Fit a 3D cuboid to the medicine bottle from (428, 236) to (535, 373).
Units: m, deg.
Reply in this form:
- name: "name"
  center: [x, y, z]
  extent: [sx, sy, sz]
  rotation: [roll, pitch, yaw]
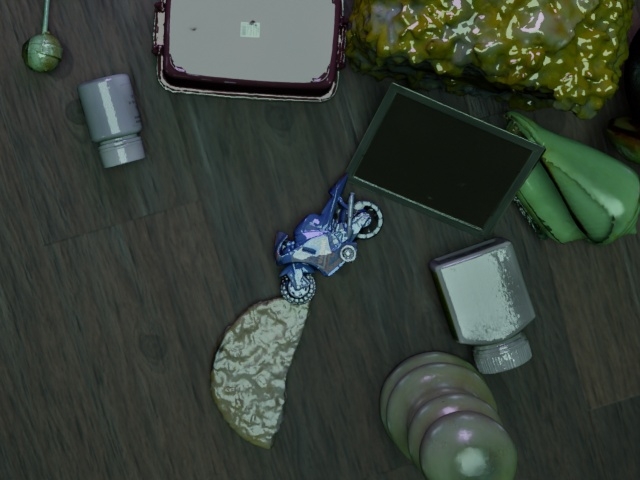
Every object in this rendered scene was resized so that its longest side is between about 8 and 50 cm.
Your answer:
- name: "medicine bottle"
  center: [0.258, 0.104, 1.792]
  extent: [0.132, 0.088, 0.188]
  rotation: [-19, 97, -2]

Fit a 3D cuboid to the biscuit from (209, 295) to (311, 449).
- name: "biscuit"
  center: [-0.103, 0.194, 1.802]
  extent: [0.133, 0.032, 0.250]
  rotation: [14, 95, -6]

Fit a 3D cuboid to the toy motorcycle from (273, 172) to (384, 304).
- name: "toy motorcycle"
  center: [0.000, 0.000, 1.775]
  extent: [0.205, 0.076, 0.114]
  rotation: [-45, 90, 0]

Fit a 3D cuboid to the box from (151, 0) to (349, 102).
- name: "box"
  center: [-0.101, -0.302, 1.688]
  extent: [0.294, 0.167, 0.193]
  rotation: [3, 97, -5]

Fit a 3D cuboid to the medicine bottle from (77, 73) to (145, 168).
- name: "medicine bottle"
  center: [-0.309, -0.178, 1.726]
  extent: [0.080, 0.080, 0.130]
  rotation: [-14, 97, -3]

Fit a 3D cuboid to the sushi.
- name: "sushi"
  center: [0.235, -0.314, 1.617]
  extent: [0.396, 0.351, 0.240]
  rotation: [12, 94, -5]

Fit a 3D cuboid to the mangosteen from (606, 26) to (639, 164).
- name: "mangosteen"
  center: [0.585, -0.223, 1.701]
  extent: [0.311, 0.311, 0.311]
  rotation: [0, 96, -4]

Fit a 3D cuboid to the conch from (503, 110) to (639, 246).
- name: "conch"
  center: [0.372, -0.078, 1.771]
  extent: [0.250, 0.143, 0.137]
  rotation: [21, 54, 7]

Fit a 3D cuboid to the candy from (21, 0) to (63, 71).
- name: "candy"
  center: [-0.409, -0.350, 1.723]
  extent: [0.061, 0.061, 0.202]
  rotation: [4, 87, -5]

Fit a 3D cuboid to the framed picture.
- name: "framed picture"
  center: [0.183, -0.118, 1.754]
  extent: [0.252, 0.014, 0.197]
  rotation: [23, 128, -6]

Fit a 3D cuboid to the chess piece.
- name: "chess piece"
  center: [0.193, 0.281, 1.684]
  extent: [0.182, 0.330, 0.182]
  rotation: [0, 97, -4]

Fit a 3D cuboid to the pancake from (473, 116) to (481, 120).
- name: "pancake"
  center: [0.219, -0.144, 1.802]
  extent: [0.108, 0.017, 0.108]
  rotation: [0, 93, -1]
